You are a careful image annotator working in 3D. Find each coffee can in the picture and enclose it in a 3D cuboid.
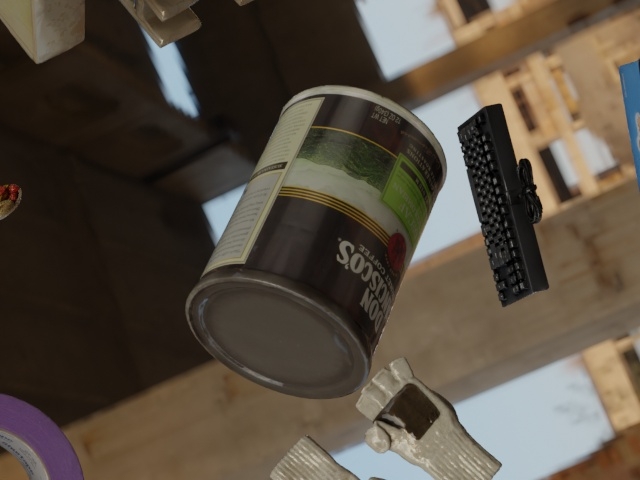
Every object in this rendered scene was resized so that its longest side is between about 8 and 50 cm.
[{"bbox_3d":[0.000,0.000,1.703,0.201,0.201,0.275,55,-135,-37],"label":"coffee can"}]

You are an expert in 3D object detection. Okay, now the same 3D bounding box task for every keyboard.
[{"bbox_3d":[0.170,-0.035,1.482,0.108,0.023,0.180,-32,69,62],"label":"keyboard"}]

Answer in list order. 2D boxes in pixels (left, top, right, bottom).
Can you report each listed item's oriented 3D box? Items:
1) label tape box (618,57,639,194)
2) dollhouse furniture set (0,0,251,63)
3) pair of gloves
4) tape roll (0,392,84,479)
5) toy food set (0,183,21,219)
[{"bbox_3d":[0.554,-0.153,2.197,0.348,0.115,0.249,170,90,-74],"label":"label tape box"},{"bbox_3d":[-0.252,-0.431,1.952,0.256,0.394,0.362,50,156,18],"label":"dollhouse furniture set"},{"bbox_3d":[0.078,0.288,1.999,0.204,0.240,0.042,49,178,19],"label":"pair of gloves"},{"bbox_3d":[-0.438,0.331,2.004,0.275,0.275,0.090,67,153,5],"label":"tape roll"},{"bbox_3d":[-0.498,-0.057,2.459,0.020,0.082,0.083,57,-144,-35],"label":"toy food set"}]
